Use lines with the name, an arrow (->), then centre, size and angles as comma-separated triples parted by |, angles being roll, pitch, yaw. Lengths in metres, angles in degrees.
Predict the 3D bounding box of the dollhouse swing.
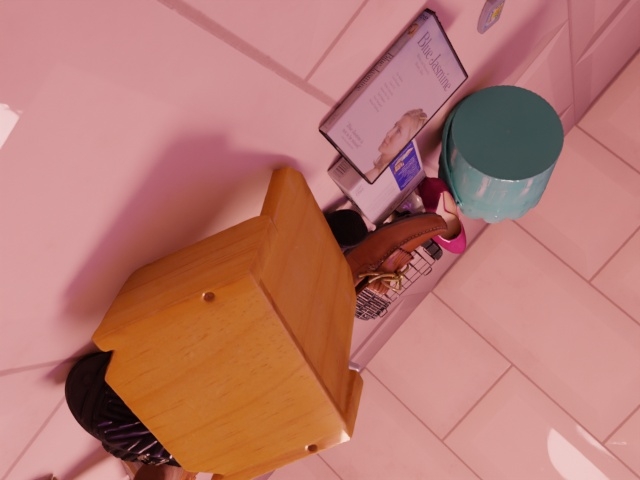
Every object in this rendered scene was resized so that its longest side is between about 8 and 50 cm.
dollhouse swing -> -0.113, 0.113, 1.082 | 0.315, 0.305, 0.347 | -23, 124, 7

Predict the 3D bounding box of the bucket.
bucket -> 0.400, -0.199, 1.601 | 0.281, 0.281, 0.183 | -43, 162, -15

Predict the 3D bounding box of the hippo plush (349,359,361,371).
hippo plush -> -0.133, 0.190, 1.352 | 0.294, 0.235, 0.236 | -19, -178, -30

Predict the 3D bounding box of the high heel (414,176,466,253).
high heel -> 0.290, -0.046, 1.606 | 0.082, 0.117, 0.244 | -33, 120, -7

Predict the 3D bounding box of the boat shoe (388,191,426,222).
boat shoe -> 0.209, -0.054, 1.758 | 0.096, 0.098, 0.277 | -45, 154, -8

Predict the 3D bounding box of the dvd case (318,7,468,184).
dvd case -> 0.126, -0.225, 1.161 | 0.253, 0.022, 0.180 | -48, 143, 2

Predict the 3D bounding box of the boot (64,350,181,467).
boot -> -0.301, 0.288, 1.169 | 0.260, 0.348, 0.131 | -8, -127, 47

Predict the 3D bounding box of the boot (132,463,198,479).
boot -> -0.343, 0.520, 1.410 | 0.284, 0.109, 0.220 | -62, 168, 2

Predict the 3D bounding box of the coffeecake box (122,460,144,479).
coffeecake box -> -0.353, 0.483, 1.577 | 0.142, 0.068, 0.185 | -34, 156, -25

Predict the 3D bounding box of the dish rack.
dish rack -> 0.163, 0.074, 1.699 | 0.271, 0.074, 0.208 | -45, 146, 6

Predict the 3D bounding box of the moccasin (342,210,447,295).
moccasin -> 0.110, 0.069, 1.535 | 0.380, 0.147, 0.139 | -32, 164, 3

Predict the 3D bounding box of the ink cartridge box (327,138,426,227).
ink cartridge box -> 0.120, -0.130, 1.401 | 0.165, 0.065, 0.332 | -48, 162, 0

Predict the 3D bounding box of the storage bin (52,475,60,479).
storage bin -> -0.552, 0.573, 1.226 | 0.262, 0.123, 0.260 | -28, 155, -47

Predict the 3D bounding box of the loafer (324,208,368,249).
loafer -> 0.000, 0.000, 1.403 | 0.220, 0.080, 0.078 | -22, 175, -37

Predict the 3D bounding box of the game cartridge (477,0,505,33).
game cartridge -> 0.313, -0.417, 1.308 | 0.056, 0.017, 0.083 | -39, 162, -14
